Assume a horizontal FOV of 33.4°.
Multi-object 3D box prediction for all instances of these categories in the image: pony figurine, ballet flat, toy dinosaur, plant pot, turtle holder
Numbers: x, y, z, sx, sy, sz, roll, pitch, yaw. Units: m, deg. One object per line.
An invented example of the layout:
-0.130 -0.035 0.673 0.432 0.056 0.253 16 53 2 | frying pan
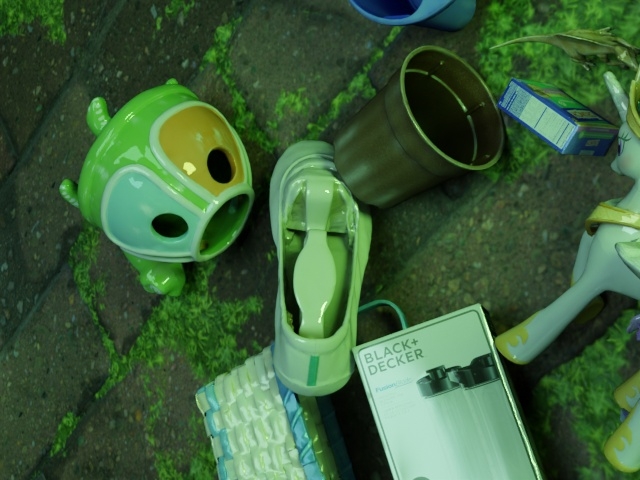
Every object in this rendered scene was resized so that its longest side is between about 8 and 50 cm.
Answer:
0.350 0.044 1.049 0.351 0.303 0.363 48 135 42 | pony figurine
0.000 0.000 1.353 0.139 0.139 0.400 -31 44 37 | ballet flat
0.290 -0.222 1.198 0.183 0.093 0.053 19 101 41 | toy dinosaur
0.111 -0.127 1.322 0.165 0.167 0.167 -34 67 44 | plant pot
-0.237 -0.061 1.580 0.227 0.243 0.320 38 105 18 | turtle holder

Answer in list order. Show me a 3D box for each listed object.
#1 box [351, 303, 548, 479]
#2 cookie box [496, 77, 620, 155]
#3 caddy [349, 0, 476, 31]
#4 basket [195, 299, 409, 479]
0.162 0.237 1.254 0.169 0.087 0.289 -20 75 11 | box
0.271 -0.140 1.215 0.107 0.092 0.040 44 120 33 | cookie box
0.109 -0.418 1.314 0.241 0.179 0.341 -43 62 34 | caddy
0.002 0.233 1.391 0.289 0.201 0.254 -19 72 14 | basket
